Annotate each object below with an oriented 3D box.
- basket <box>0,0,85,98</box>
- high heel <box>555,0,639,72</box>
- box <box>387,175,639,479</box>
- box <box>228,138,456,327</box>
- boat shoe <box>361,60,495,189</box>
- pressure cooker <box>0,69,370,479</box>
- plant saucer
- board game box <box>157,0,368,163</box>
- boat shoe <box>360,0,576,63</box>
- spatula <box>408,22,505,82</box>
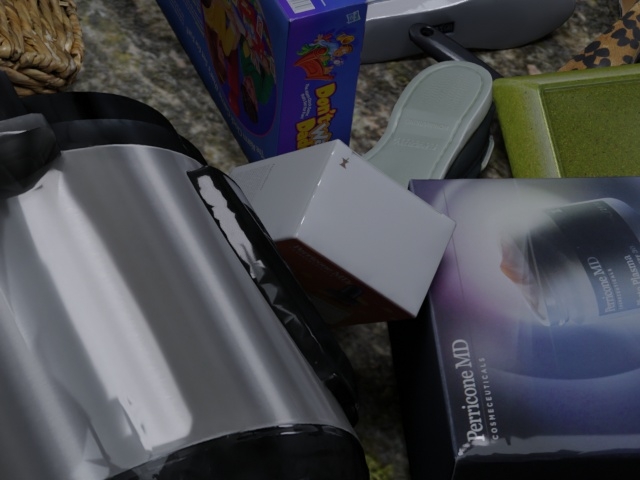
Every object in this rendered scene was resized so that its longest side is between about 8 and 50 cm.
[{"bbox_3d":[-0.380,-0.195,1.792,0.213,0.223,0.299,11,38,-44],"label":"basket"},{"bbox_3d":[0.289,-0.236,1.906,0.186,0.093,0.261,-3,56,-14],"label":"high heel"},{"bbox_3d":[0.221,0.107,1.541,0.294,0.183,0.296,-2,49,-7],"label":"box"},{"bbox_3d":[0.000,0.000,1.497,0.130,0.170,0.091,34,68,-24],"label":"box"},{"bbox_3d":[0.077,-0.042,1.711,0.114,0.091,0.302,21,52,32],"label":"boat shoe"},{"bbox_3d":[-0.202,0.092,1.340,0.375,0.370,0.420,8,45,-53],"label":"pressure cooker"},{"bbox_3d":[0.274,-0.087,1.762,0.188,0.045,0.188,-7,71,-14],"label":"plant saucer"},{"bbox_3d":[-0.073,-0.243,1.776,0.078,0.233,0.347,-16,53,-19],"label":"board game box"},{"bbox_3d":[0.131,-0.248,1.898,0.258,0.095,0.084,-7,54,-14],"label":"boat shoe"},{"bbox_3d":[0.203,-0.121,1.818,0.296,0.030,0.084,41,56,9],"label":"spatula"}]
